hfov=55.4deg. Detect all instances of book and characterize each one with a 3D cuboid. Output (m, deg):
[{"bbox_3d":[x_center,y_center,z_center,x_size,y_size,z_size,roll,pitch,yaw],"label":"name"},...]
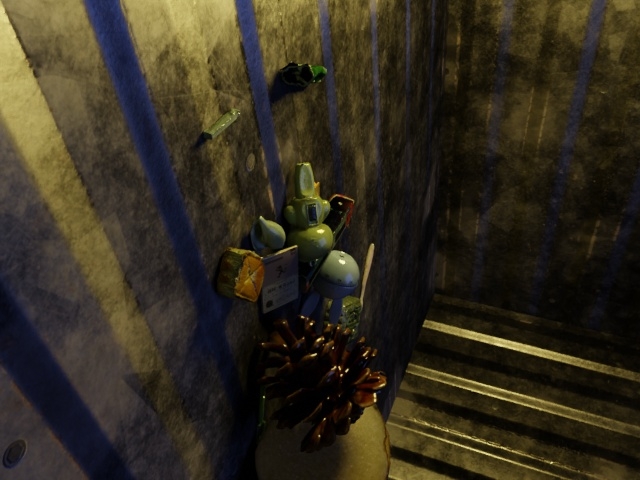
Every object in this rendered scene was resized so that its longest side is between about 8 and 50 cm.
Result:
[{"bbox_3d":[-0.114,0.109,1.700,0.127,0.014,0.181,-21,126,-33],"label":"book"}]

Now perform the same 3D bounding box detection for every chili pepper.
[{"bbox_3d":[-0.032,-0.442,1.614,0.227,0.088,0.059,-49,149,-68],"label":"chili pepper"}]

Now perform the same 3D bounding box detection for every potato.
[{"bbox_3d":[0.021,0.703,1.942,0.442,0.385,0.319,-38,160,-16],"label":"potato"}]

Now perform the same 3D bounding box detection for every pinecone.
[{"bbox_3d":[-0.025,0.380,1.724,0.384,0.385,0.384,12,90,-70],"label":"pinecone"}]

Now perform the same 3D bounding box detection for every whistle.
[{"bbox_3d":[-0.042,-0.070,1.747,0.141,0.141,0.293,-16,97,-68],"label":"whistle"}]

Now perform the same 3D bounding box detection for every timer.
[{"bbox_3d":[0.031,0.143,1.986,0.175,0.175,0.255,-54,172,-48],"label":"timer"}]

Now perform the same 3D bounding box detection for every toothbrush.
[{"bbox_3d":[0.189,0.163,2.603,0.030,0.025,0.306,6,96,-62],"label":"toothbrush"}]

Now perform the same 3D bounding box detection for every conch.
[{"bbox_3d":[-0.139,-0.011,1.592,0.065,0.088,0.180,63,7,31],"label":"conch"}]

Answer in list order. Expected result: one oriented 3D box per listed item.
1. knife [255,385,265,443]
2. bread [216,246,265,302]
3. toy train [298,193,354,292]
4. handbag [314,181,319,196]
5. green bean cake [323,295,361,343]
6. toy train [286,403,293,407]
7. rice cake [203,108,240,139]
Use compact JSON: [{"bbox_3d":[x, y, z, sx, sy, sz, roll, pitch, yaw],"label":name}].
[{"bbox_3d":[-0.175,0.518,1.850,0.054,0.015,0.211,-39,137,-60],"label":"knife"},{"bbox_3d":[-0.190,0.082,1.478,0.140,0.069,0.127,30,72,-65],"label":"bread"},{"bbox_3d":[0.000,0.000,1.913,0.409,0.086,0.089,-57,156,-45],"label":"toy train"},{"bbox_3d":[-0.025,-0.136,1.852,0.083,0.027,0.061,-55,149,-49],"label":"handbag"},{"bbox_3d":[0.080,0.309,2.314,0.185,0.094,0.183,-7,110,-64],"label":"green bean cake"},{"bbox_3d":[-0.083,0.570,2.088,0.122,0.050,0.081,-64,149,-29],"label":"toy train"},{"bbox_3d":[-0.209,-0.250,1.301,0.121,0.022,0.021,-55,158,-46],"label":"rice cake"}]
